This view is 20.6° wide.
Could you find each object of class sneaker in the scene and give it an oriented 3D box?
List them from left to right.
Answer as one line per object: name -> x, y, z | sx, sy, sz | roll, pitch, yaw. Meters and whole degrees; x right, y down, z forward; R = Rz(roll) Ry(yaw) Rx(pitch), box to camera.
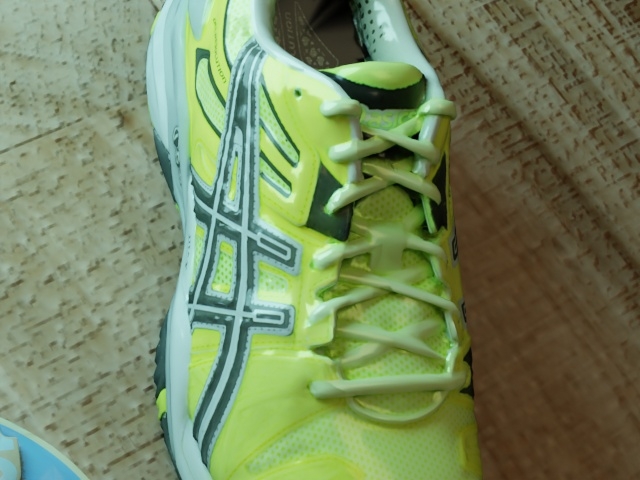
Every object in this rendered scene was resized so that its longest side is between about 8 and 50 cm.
sneaker -> 0.000, 0.000, 0.816 | 0.145, 0.147, 0.385 | -3, 63, -25

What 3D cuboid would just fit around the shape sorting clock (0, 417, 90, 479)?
shape sorting clock -> -0.171, 0.157, 0.716 | 0.206, 0.040, 0.206 | 10, 57, -16
